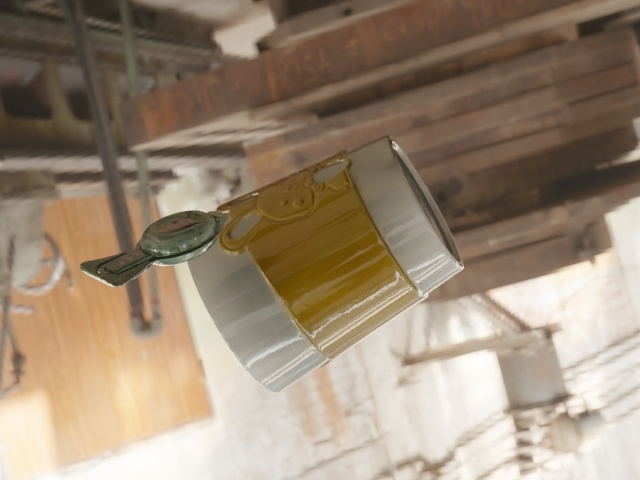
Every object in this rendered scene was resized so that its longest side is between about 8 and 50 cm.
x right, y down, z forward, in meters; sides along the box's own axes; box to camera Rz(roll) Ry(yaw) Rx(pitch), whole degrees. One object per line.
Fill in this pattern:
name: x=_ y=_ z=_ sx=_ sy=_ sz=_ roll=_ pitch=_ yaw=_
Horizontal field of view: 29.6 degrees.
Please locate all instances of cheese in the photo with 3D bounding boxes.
cheese: x=-0.124 y=0.005 z=0.953 sx=0.120 sy=0.026 sz=0.067 roll=-29 pitch=-150 yaw=-31

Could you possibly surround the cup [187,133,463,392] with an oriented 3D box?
cup: x=0.000 y=0.000 z=1.160 sx=0.226 sy=0.185 sz=0.241 roll=-29 pitch=-145 yaw=12
